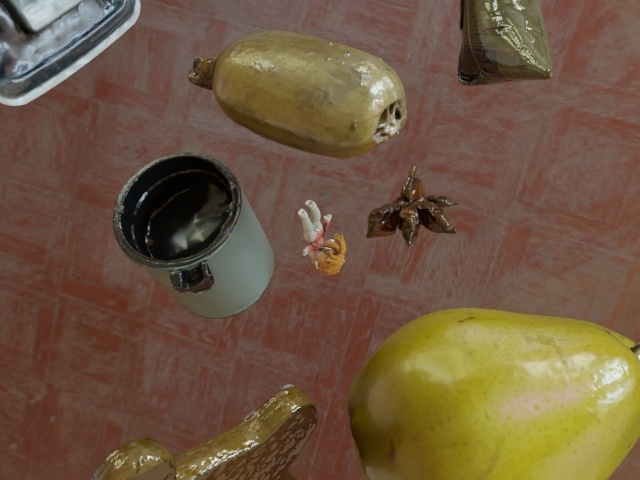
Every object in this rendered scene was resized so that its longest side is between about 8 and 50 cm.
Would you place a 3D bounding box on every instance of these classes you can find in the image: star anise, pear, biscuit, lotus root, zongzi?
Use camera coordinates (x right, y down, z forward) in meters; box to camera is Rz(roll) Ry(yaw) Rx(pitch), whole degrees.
[{"bbox_3d":[0.177,-0.058,1.341,0.196,0.212,0.111,-32,128,9],"label":"star anise"},{"bbox_3d":[0.197,0.191,0.745,0.336,0.285,0.284,-35,90,-9],"label":"pear"},{"bbox_3d":[-0.189,0.292,0.694,0.064,0.432,0.282,42,132,35],"label":"biscuit"},{"bbox_3d":[-0.041,-0.218,0.919,0.343,0.169,0.151,22,125,21],"label":"lotus root"},{"bbox_3d":[0.375,-0.445,1.236,0.154,0.317,0.289,-6,105,-10],"label":"zongzi"}]

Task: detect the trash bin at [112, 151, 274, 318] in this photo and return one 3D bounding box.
[{"bbox_3d":[-0.215,-0.001,1.166,0.217,0.262,0.277,-14,64,2],"label":"trash bin"}]

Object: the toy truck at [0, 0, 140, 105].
[{"bbox_3d":[-0.316,-0.292,0.462,0.207,0.173,0.387,15,144,45],"label":"toy truck"}]

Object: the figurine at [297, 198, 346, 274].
[{"bbox_3d":[0.000,0.000,0.759,0.047,0.064,0.109,18,147,32],"label":"figurine"}]
